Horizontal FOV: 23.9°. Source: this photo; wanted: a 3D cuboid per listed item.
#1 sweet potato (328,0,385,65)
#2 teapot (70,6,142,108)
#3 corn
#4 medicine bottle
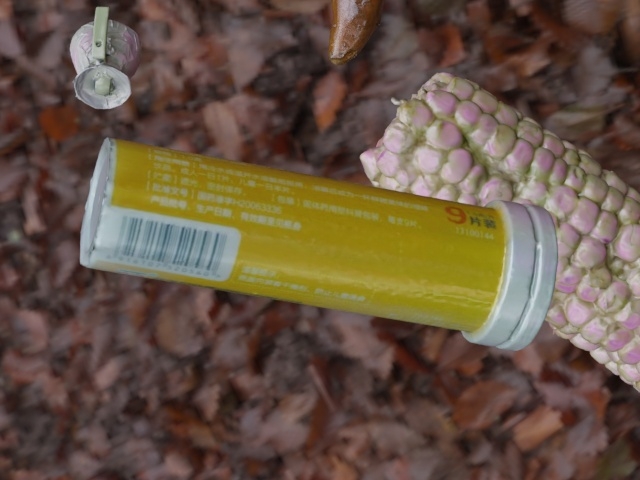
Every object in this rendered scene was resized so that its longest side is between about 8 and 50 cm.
[{"bbox_3d":[0.053,-0.395,1.824,0.112,0.112,0.359,3,85,35],"label":"sweet potato"},{"bbox_3d":[-0.189,-0.159,1.319,0.064,0.064,0.083,0,137,-2],"label":"teapot"},{"bbox_3d":[0.176,0.013,0.997,0.335,0.126,0.126,31,124,-9],"label":"corn"},{"bbox_3d":[0.000,0.000,0.716,0.074,0.218,0.074,-170,90,-75],"label":"medicine bottle"}]
